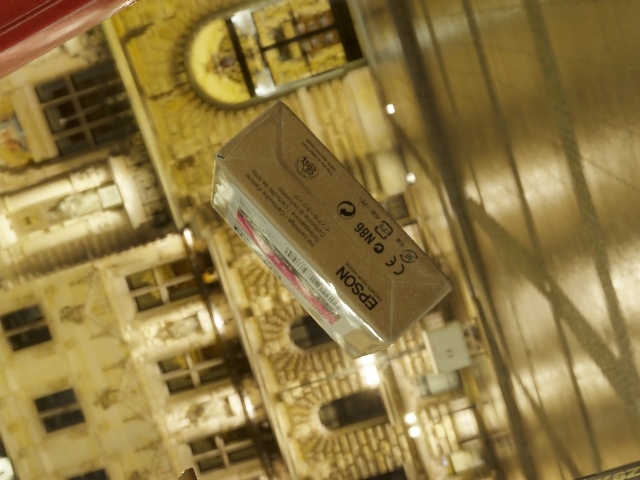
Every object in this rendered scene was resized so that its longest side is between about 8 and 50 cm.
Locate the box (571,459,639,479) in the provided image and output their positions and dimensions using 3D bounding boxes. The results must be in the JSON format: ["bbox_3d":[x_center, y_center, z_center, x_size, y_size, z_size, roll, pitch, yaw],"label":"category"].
[{"bbox_3d":[0.309,0.302,0.816,0.232,0.183,0.059,64,-158,-6],"label":"box"}]

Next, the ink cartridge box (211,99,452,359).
[{"bbox_3d":[0.000,0.000,0.925,0.234,0.088,0.193,47,166,4],"label":"ink cartridge box"}]

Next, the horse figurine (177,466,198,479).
[{"bbox_3d":[-0.125,0.236,0.476,0.174,0.263,0.066,65,-176,19],"label":"horse figurine"}]

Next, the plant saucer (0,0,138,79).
[{"bbox_3d":[-0.227,-0.242,0.629,0.259,0.258,0.048,63,170,-32],"label":"plant saucer"}]
